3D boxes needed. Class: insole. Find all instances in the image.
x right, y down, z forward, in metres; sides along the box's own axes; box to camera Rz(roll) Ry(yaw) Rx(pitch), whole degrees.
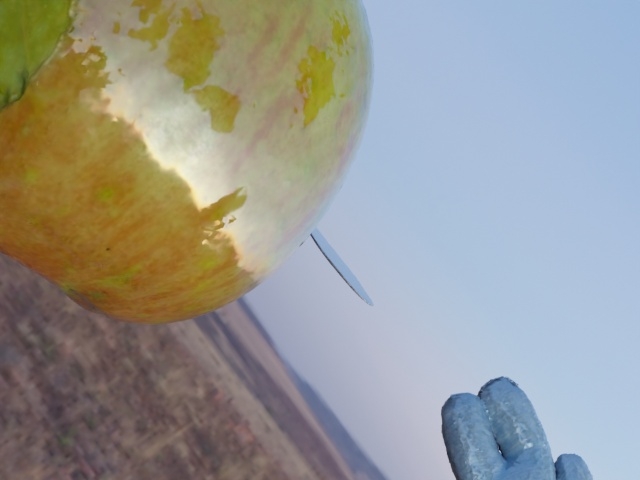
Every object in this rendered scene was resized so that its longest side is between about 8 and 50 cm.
[{"bbox_3d":[0.000,0.000,1.158,0.197,0.004,0.065,53,10,32],"label":"insole"}]

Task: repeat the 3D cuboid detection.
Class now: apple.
[{"bbox_3d":[-0.129,-0.114,0.759,0.339,0.340,0.339,54,-5,7],"label":"apple"}]

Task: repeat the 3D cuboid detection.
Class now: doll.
[{"bbox_3d":[0.118,0.174,0.620,0.075,0.120,0.179,105,-36,-60],"label":"doll"}]
